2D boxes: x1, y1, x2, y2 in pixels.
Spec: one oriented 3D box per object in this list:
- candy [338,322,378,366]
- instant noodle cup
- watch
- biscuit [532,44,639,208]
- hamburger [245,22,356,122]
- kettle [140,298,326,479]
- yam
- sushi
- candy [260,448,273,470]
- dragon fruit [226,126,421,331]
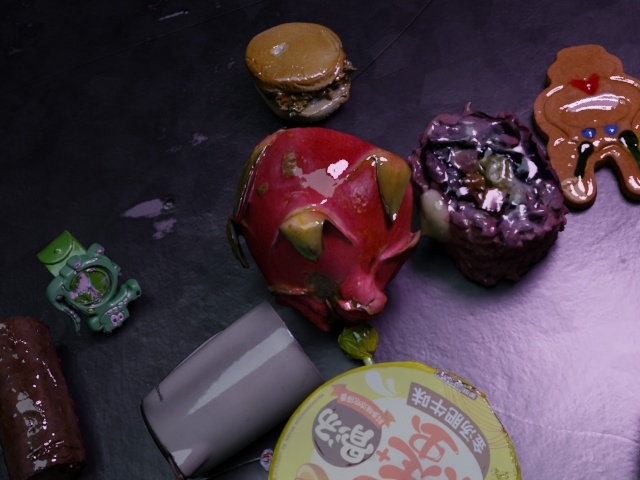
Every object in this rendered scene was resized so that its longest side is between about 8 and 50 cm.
[{"bbox_3d":[0.085,0.212,1.170,0.062,0.058,0.194,-36,65,24],"label":"candy"},{"bbox_3d":[0.103,0.330,0.985,0.311,0.221,0.312,-4,64,9],"label":"instant noodle cup"},{"bbox_3d":[-0.412,0.071,1.324,0.131,0.165,0.152,-46,37,-13],"label":"watch"},{"bbox_3d":[0.473,-0.208,1.318,0.201,0.047,0.334,-5,59,10],"label":"biscuit"},{"bbox_3d":[-0.043,-0.326,1.463,0.189,0.122,0.215,-30,55,-12],"label":"hamburger"},{"bbox_3d":[-0.143,0.219,1.165,0.255,0.165,0.240,-38,30,-5],"label":"kettle"},{"bbox_3d":[-0.459,0.258,1.219,0.131,0.131,0.280,-27,62,-3],"label":"yam"},{"bbox_3d":[0.259,-0.072,1.217,0.236,0.171,0.270,-25,63,-2],"label":"sushi"},{"bbox_3d":[-0.011,0.296,1.142,0.175,0.043,0.045,-27,49,-3],"label":"candy"},{"bbox_3d":[0.000,0.000,1.163,0.305,0.305,0.226,6,58,16],"label":"dragon fruit"}]
